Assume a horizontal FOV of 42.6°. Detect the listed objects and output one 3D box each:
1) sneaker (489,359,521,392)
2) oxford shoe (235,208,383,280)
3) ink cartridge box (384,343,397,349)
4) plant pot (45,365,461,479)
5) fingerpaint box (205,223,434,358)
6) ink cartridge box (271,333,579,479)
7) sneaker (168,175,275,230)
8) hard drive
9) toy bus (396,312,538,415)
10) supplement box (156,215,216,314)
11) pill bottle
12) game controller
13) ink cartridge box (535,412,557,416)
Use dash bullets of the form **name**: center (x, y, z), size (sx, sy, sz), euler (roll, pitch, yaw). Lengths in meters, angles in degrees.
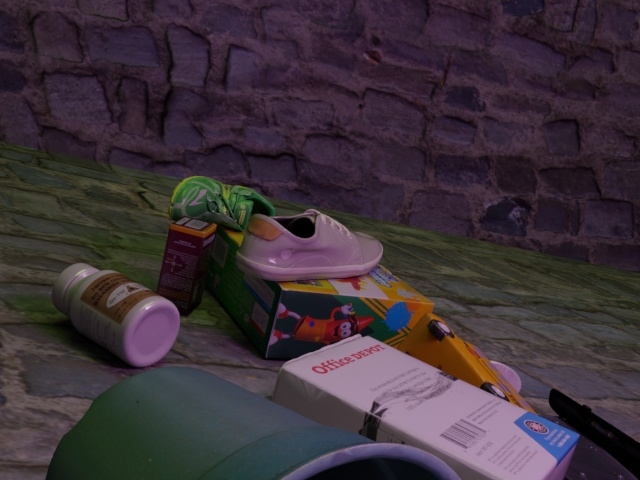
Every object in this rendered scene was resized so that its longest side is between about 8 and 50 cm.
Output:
- **sneaker**: center (0.326, 0.286, 1.779), size (0.212, 0.080, 0.094), euler (14, 1, -2)
- **oxford shoe**: center (0.000, 0.000, 1.748), size (0.169, 0.130, 0.449), euler (22, 14, 35)
- **ink cartridge box**: center (0.115, 0.270, 1.568), size (0.134, 0.078, 0.231), euler (19, 13, 12)
- **plant pot**: center (-0.088, 0.289, 0.776), size (0.341, 0.341, 0.334), euler (5, 9, -38)
- **fingerpaint box**: center (-0.022, 0.117, 1.873), size (0.371, 0.163, 0.445), euler (7, 15, -28)
- **ink cartridge box**: center (0.149, 0.310, 1.243), size (0.394, 0.166, 0.285), euler (23, 14, 27)
- **sneaker**: center (-0.221, -0.084, 1.897), size (0.123, 0.110, 0.295), euler (20, 15, 40)
- **hard drive**: center (0.442, 0.393, 1.484), size (0.172, 0.054, 0.254), euler (10, 14, -23)
- **toy bus**: center (0.274, 0.275, 1.473), size (0.130, 0.108, 0.333), euler (24, 18, -38)
- **supplement box**: center (-0.291, 0.053, 1.773), size (0.080, 0.188, 0.104), euler (15, 12, 5)
- **pill bottle**: center (-0.378, 0.127, 1.492), size (0.229, 0.131, 0.131), euler (23, 15, 32)
- **game controller**: center (0.576, 0.385, 1.565), size (0.166, 0.067, 0.319), euler (47, -9, -36)
- **ink cartridge box**: center (0.462, 0.373, 1.649), size (0.083, 0.028, 0.048), euler (12, 14, -17)
